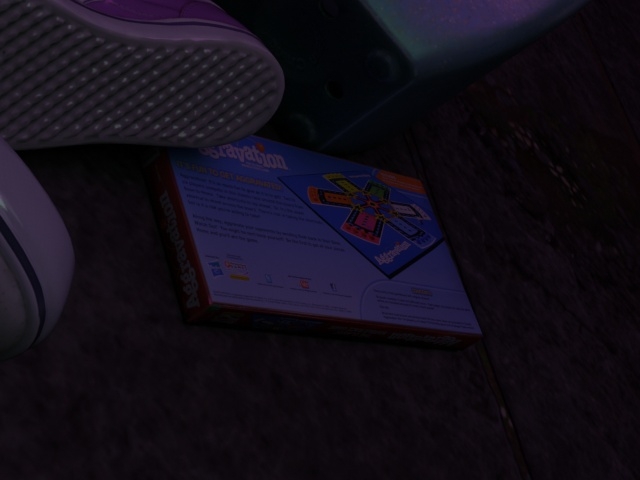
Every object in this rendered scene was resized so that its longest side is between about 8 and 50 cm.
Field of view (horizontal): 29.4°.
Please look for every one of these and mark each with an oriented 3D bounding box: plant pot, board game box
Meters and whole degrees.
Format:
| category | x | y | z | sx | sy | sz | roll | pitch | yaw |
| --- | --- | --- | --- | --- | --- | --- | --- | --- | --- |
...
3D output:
| category | x | y | z | sx | sy | sz | roll | pitch | yaw |
| --- | --- | --- | --- | --- | --- | --- | --- | --- | --- |
| plant pot | 0.048 | -0.205 | 0.914 | 0.248 | 0.247 | 0.252 | 49 | 50 | -7 |
| board game box | 0.000 | 0.000 | 0.849 | 0.281 | 0.027 | 0.145 | 11 | 53 | -47 |

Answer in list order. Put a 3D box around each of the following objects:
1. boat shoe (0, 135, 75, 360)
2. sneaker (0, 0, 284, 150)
| category | x | y | z | sx | sy | sz | roll | pitch | yaw |
| --- | --- | --- | --- | --- | --- | --- | --- | --- | --- |
| boat shoe | -0.266 | -0.035 | 0.441 | 0.367 | 0.136 | 0.156 | 38 | 35 | -19 |
| sneaker | -0.173 | -0.132 | 0.712 | 0.282 | 0.102 | 0.161 | 7 | 35 | -43 |
